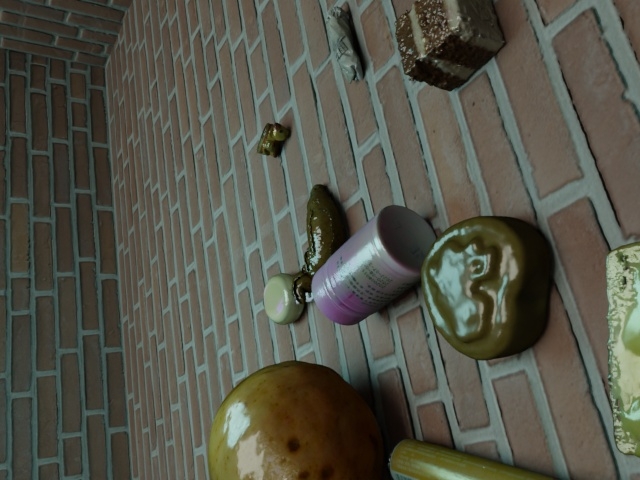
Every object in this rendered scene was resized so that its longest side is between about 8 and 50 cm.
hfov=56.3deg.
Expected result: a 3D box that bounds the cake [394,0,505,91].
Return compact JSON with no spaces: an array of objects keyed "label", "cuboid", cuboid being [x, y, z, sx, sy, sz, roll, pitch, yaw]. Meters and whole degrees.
[{"label":"cake","cuboid":[0.229,-0.364,1.063,0.147,0.135,0.134,-27,65,48]}]

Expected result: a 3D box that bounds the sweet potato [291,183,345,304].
[{"label":"sweet potato","cuboid":[0.002,0.002,1.420,0.124,0.098,0.309,-5,74,46]}]

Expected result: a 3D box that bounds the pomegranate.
[{"label":"pomegranate","cuboid":[-0.073,0.453,1.229,0.410,0.410,0.409,-6,83,57]}]

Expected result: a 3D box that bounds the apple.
[{"label":"apple","cuboid":[0.451,0.124,0.705,0.193,0.120,0.264,-5,87,44]}]

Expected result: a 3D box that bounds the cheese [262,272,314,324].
[{"label":"cheese","cuboid":[-0.076,0.147,1.554,0.227,0.064,0.137,-19,75,56]}]

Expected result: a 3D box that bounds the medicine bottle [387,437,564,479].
[{"label":"medicine bottle","cuboid":[0.275,0.400,0.962,0.426,0.108,0.108,-9,81,57]}]

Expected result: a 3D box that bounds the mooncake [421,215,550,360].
[{"label":"mooncake","cuboid":[0.262,0.071,0.998,0.235,0.117,0.234,1,91,55]}]

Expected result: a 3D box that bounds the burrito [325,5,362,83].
[{"label":"burrito","cuboid":[0.053,-0.463,1.403,0.064,0.064,0.203,-40,56,49]}]

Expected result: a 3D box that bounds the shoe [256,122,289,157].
[{"label":"shoe","cuboid":[-0.134,-0.282,1.674,0.109,0.069,0.072,-61,16,21]}]

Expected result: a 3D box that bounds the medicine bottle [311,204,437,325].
[{"label":"medicine bottle","cuboid":[0.104,0.057,1.205,0.254,0.152,0.152,-44,52,46]}]
